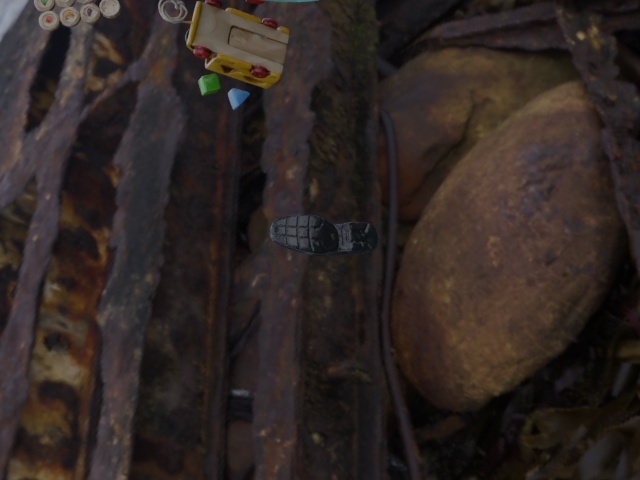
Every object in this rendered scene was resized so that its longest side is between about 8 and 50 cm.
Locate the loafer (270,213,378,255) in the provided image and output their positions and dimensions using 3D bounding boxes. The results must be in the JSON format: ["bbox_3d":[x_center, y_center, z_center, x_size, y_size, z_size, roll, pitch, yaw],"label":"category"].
[{"bbox_3d":[0.000,0.000,1.186,0.061,0.170,0.062,145,130,-62],"label":"loafer"}]

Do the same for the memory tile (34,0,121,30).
[{"bbox_3d":[-0.442,-0.441,1.417,0.012,0.148,0.113,123,132,-81],"label":"memory tile"}]

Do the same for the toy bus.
[{"bbox_3d":[-0.155,-0.326,1.312,0.191,0.202,0.104,-33,8,-24],"label":"toy bus"}]
